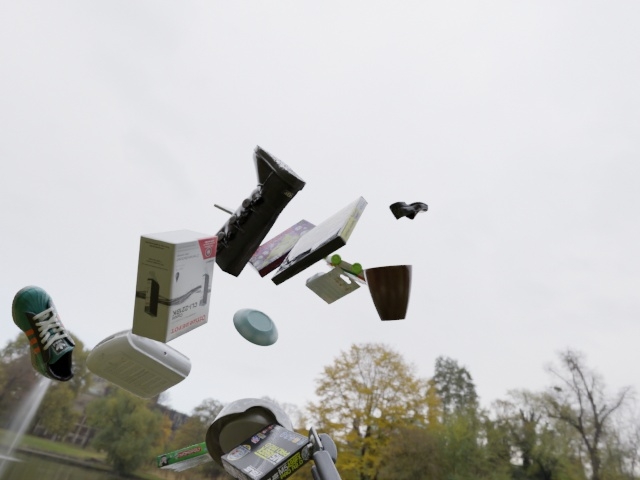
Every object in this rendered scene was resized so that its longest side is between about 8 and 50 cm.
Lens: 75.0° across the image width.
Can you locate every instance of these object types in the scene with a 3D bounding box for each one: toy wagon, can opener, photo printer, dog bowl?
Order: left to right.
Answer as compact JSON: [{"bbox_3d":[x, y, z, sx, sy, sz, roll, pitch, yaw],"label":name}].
[{"bbox_3d":[-0.679,0.452,1.545,0.256,0.107,0.307,-32,-56,20],"label":"photo printer"},{"bbox_3d":[-0.264,0.766,1.632,0.350,0.102,0.348,2,-66,4],"label":"dog bowl"},{"bbox_3d":[0.027,0.596,1.102,0.095,0.075,0.283,5,8,-18],"label":"can opener"},{"bbox_3d":[0.128,0.144,2.212,0.345,0.068,0.267,22,-11,23],"label":"toy wagon"}]

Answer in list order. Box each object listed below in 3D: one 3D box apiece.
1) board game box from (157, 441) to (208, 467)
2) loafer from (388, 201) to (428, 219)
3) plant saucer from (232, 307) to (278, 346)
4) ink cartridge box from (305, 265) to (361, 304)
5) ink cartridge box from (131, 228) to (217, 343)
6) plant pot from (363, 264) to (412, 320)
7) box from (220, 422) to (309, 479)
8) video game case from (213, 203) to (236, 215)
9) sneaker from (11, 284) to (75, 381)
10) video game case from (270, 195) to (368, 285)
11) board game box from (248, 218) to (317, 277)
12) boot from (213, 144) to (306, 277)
[{"bbox_3d":[-0.565,0.957,1.840,0.214,0.046,0.317,-14,-30,-11],"label":"board game box"},{"bbox_3d":[0.314,-0.099,1.460,0.170,0.061,0.062,-5,-18,-29],"label":"loafer"},{"bbox_3d":[-0.239,0.318,1.596,0.195,0.194,0.037,25,-66,-19],"label":"plant saucer"},{"bbox_3d":[0.050,0.169,1.661,0.179,0.045,0.145,-35,-64,29],"label":"ink cartridge box"},{"bbox_3d":[-0.396,0.118,1.146,0.114,0.272,0.197,13,10,17],"label":"ink cartridge box"},{"bbox_3d":[0.305,0.230,1.811,0.216,0.230,0.215,-5,-9,-1],"label":"plant pot"},{"bbox_3d":[-0.175,0.709,1.373,0.216,0.060,0.270,-20,3,-36],"label":"box"},{"bbox_3d":[-0.397,-0.126,1.938,0.143,0.019,0.157,25,4,22],"label":"video game case"},{"bbox_3d":[-0.756,0.266,1.169,0.121,0.108,0.301,14,-61,25],"label":"sneaker"},{"bbox_3d":[0.000,0.000,1.219,0.275,0.248,0.035,-33,-76,34],"label":"video game case"},{"bbox_3d":[-0.166,0.028,1.906,0.208,0.347,0.056,25,-35,60],"label":"board game box"},{"bbox_3d":[-0.283,-0.125,1.619,0.146,0.367,0.445,28,-77,-36],"label":"boot"}]
